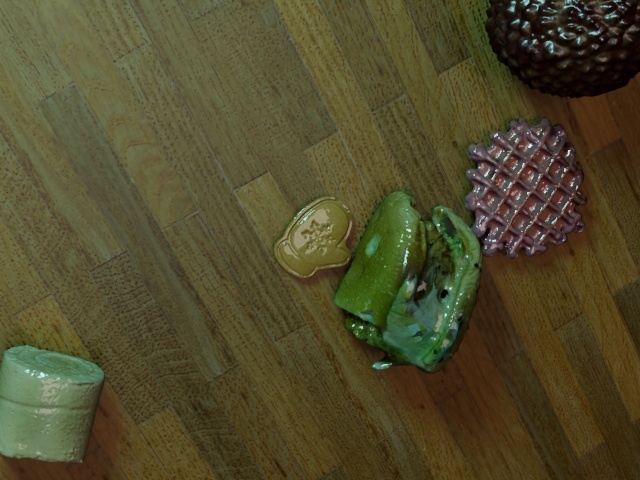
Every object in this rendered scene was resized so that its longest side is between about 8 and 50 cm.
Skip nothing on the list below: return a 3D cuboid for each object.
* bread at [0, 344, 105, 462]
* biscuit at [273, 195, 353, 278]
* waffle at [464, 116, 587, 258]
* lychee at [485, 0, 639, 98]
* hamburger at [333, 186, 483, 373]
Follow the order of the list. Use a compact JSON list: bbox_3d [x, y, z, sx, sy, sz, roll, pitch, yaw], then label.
[{"bbox_3d":[-0.399,0.241,1.278,0.148,0.134,0.141,15,96,-4],"label":"bread"},{"bbox_3d":[0.000,0.000,1.396,0.118,0.023,0.140,35,90,-18],"label":"biscuit"},{"bbox_3d":[0.338,-0.086,1.453,0.221,0.055,0.234,-12,103,-13],"label":"waffle"},{"bbox_3d":[0.392,-0.343,1.307,0.300,0.264,0.264,-10,104,6],"label":"lychee"},{"bbox_3d":[0.148,0.076,1.374,0.168,0.192,0.288,21,95,-28],"label":"hamburger"}]
